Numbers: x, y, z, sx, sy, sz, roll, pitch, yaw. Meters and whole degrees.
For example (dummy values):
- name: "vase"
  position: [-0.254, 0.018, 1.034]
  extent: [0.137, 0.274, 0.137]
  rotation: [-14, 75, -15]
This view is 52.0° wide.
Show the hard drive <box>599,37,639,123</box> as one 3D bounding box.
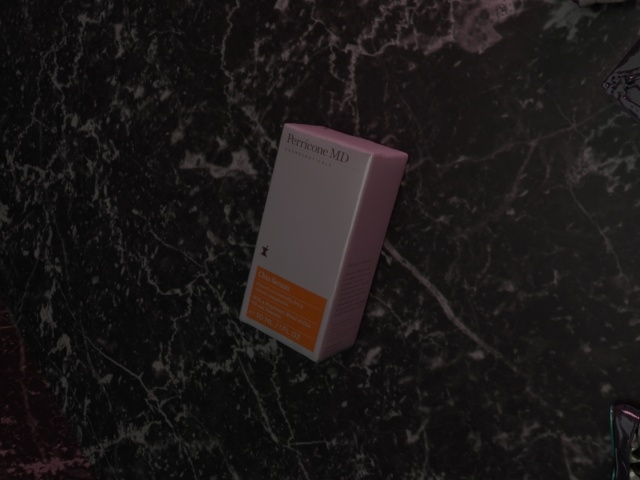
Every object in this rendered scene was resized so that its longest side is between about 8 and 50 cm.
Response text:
- name: "hard drive"
  position: [0.601, -0.232, 1.042]
  extent: [0.255, 0.054, 0.172]
  rotation: [46, 118, 21]

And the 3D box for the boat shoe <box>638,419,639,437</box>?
- name: "boat shoe"
  position: [0.672, 0.306, 1.035]
  extent: [0.301, 0.102, 0.108]
  rotation: [4, 135, 39]

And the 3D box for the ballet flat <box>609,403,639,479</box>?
- name: "ballet flat"
  position: [0.543, 0.390, 1.154]
  extent: [0.074, 0.074, 0.203]
  rotation: [3, 96, 33]

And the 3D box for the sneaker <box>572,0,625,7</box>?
- name: "sneaker"
  position: [0.489, -0.538, 1.063]
  extent: [0.152, 0.114, 0.305]
  rotation: [4, 103, 19]

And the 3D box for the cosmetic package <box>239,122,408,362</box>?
- name: "cosmetic package"
  position: [0.000, 0.000, 1.409]
  extent: [0.230, 0.161, 0.454]
  rotation: [23, 108, 29]
